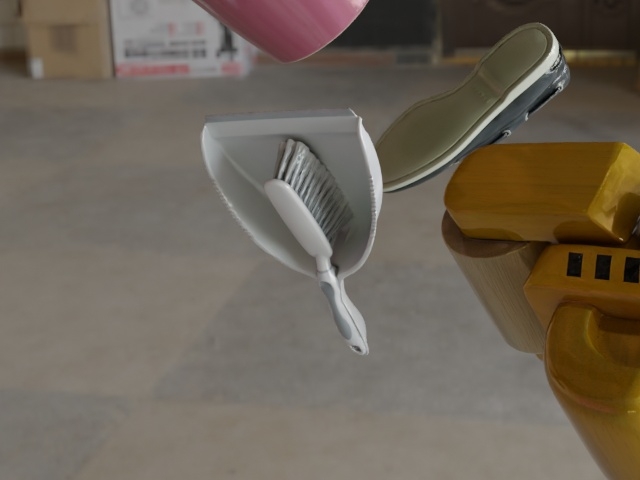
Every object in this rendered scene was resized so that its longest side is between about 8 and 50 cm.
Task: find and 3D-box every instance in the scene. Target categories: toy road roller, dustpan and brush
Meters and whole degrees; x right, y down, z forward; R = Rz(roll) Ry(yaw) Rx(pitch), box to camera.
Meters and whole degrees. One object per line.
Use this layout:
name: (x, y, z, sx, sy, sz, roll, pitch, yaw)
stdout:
toy road roller: (0.229, 0.068, 1.163, 0.329, 0.202, 0.241, 5, 51, 41)
dustpan and brush: (0.000, 0.000, 1.110, 0.147, 0.211, 0.060, 0, 47, 35)

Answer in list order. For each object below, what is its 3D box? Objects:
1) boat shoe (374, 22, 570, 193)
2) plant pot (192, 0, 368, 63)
boat shoe: (0.220, -0.170, 2.143, 0.113, 0.340, 0.127, 36, 15, -46)
plant pot: (-0.052, -0.278, 1.427, 0.201, 0.180, 0.201, -32, 29, 21)
